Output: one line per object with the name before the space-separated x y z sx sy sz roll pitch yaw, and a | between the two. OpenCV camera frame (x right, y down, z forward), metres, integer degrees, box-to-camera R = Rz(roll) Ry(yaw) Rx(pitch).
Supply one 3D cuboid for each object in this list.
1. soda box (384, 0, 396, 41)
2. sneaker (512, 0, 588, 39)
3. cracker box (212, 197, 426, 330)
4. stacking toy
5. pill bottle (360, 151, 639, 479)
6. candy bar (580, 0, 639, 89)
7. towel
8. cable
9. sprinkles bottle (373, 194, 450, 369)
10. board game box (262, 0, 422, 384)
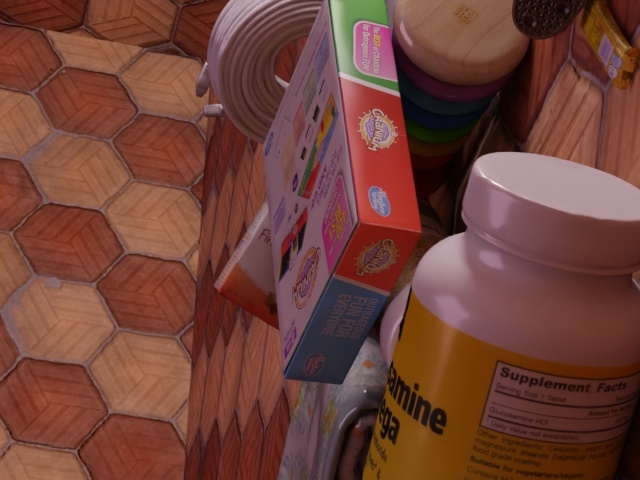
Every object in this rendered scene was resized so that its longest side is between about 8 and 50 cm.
soda box | 0.118 -0.274 2.132 0.286 0.091 0.098 -91 13 -45
sneaker | 0.231 -0.265 1.613 0.188 0.066 0.071 -65 -12 19
cracker box | 0.000 0.000 2.145 0.232 0.155 0.067 -59 11 -2
stacking toy | 0.118 -0.144 1.945 0.330 0.141 0.141 108 167 -59
pill bottle | 0.144 0.112 1.385 0.188 0.187 0.334 -109 30 -69
candy bar | 0.245 -0.176 1.567 0.161 0.018 0.040 -101 24 -62
towel | 0.012 0.276 2.220 0.320 0.090 0.375 -104 26 -63
cable | -0.021 -0.239 2.392 0.089 0.257 0.257 -105 26 -54
sprinkles bottle | 0.099 0.050 1.860 0.355 0.121 0.121 -114 34 -71
board game box | 0.014 -0.054 1.821 0.242 0.064 0.317 116 156 -46
